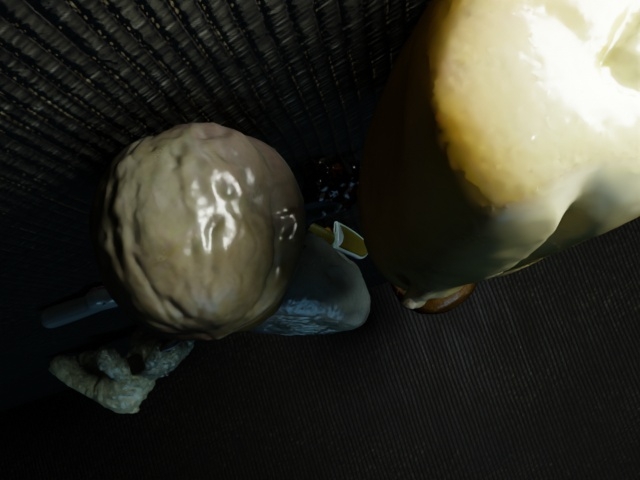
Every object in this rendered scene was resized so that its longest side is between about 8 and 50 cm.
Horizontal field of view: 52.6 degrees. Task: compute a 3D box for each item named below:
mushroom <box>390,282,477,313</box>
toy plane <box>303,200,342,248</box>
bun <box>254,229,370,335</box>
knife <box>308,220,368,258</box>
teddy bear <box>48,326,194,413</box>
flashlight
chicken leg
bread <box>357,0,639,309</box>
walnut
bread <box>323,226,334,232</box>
[{"bbox_3d":[0.313,0.067,1.765,0.163,0.278,0.297,13,-166,-33],"label":"mushroom"},{"bbox_3d":[-0.060,-0.019,0.976,0.246,0.078,0.169,-5,143,48],"label":"toy plane"},{"bbox_3d":[-0.070,0.078,1.241,0.354,0.194,0.354,4,166,1],"label":"bun"},{"bbox_3d":[0.041,-0.010,1.401,0.027,0.061,0.343,-2,167,27],"label":"knife"},{"bbox_3d":[-0.586,0.330,2.010,0.362,0.375,0.327,-63,159,7],"label":"teddy bear"},{"bbox_3d":[-0.479,0.131,1.303,0.200,0.048,0.093,-19,169,21],"label":"flashlight"},{"bbox_3d":[0.023,-0.080,1.023,0.105,0.063,0.234,-14,172,3],"label":"chicken leg"},{"bbox_3d":[0.199,-0.116,0.596,0.347,0.253,0.376,-22,172,-7],"label":"bread"},{"bbox_3d":[-0.130,-0.003,0.711,0.248,0.249,0.248,-17,170,-3],"label":"walnut"},{"bbox_3d":[0.000,0.000,1.438,0.083,0.046,0.081,-20,164,21],"label":"bread"}]
